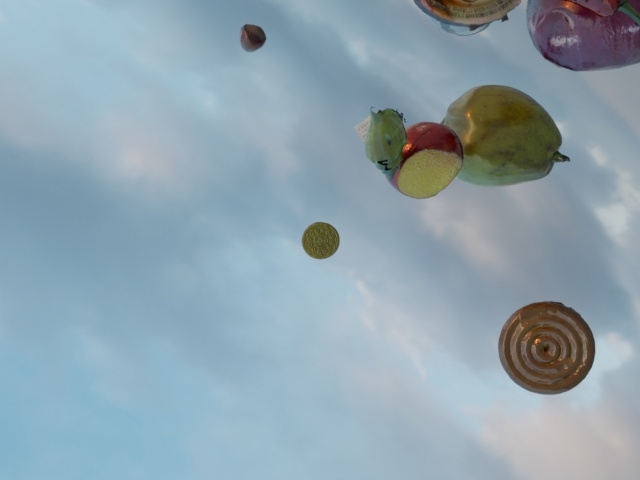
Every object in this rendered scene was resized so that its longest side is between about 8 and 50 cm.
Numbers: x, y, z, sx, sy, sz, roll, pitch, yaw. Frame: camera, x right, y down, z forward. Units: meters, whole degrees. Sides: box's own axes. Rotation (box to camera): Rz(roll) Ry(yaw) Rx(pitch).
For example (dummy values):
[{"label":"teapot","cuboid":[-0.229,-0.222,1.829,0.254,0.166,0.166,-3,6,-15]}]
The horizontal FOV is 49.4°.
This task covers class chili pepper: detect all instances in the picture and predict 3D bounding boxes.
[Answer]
[{"label":"chili pepper","cuboid":[0.443,-0.468,1.318,0.369,0.136,0.092,5,-175,1]}]

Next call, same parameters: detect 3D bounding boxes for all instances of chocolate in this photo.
[{"label":"chocolate","cuboid":[0.227,-0.413,1.134,0.221,0.221,0.147,52,173,8]}]

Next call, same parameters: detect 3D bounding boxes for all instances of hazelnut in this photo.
[{"label":"hazelnut","cuboid":[-0.194,-0.567,1.954,0.086,0.086,0.086,34,-148,-25]}]

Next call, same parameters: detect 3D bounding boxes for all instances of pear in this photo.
[{"label":"pear","cuboid":[0.496,-0.274,1.902,0.376,0.287,0.287,20,-157,19]}]

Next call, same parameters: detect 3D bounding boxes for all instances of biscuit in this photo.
[{"label":"biscuit","cuboid":[0.617,0.295,1.900,0.262,0.262,0.037,53,-167,9]},{"label":"biscuit","cuboid":[0.000,0.000,1.504,0.084,0.084,0.023,42,-179,-11]}]

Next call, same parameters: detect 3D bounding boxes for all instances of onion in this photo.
[{"label":"onion","cuboid":[0.611,-0.569,1.524,0.347,0.348,0.385,-87,-25,-52]}]

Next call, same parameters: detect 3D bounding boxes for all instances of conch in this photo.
[{"label":"conch","cuboid":[0.145,-0.217,1.541,0.095,0.200,0.079,-18,-128,-19]}]

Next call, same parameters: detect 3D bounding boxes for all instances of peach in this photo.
[{"label":"peach","cuboid":[0.248,-0.190,1.669,0.190,0.190,0.192,29,179,-31]}]

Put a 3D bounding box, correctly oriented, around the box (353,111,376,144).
[{"label":"box","cuboid":[0.191,-0.328,2.291,0.166,0.090,0.024,56,-154,1]}]
